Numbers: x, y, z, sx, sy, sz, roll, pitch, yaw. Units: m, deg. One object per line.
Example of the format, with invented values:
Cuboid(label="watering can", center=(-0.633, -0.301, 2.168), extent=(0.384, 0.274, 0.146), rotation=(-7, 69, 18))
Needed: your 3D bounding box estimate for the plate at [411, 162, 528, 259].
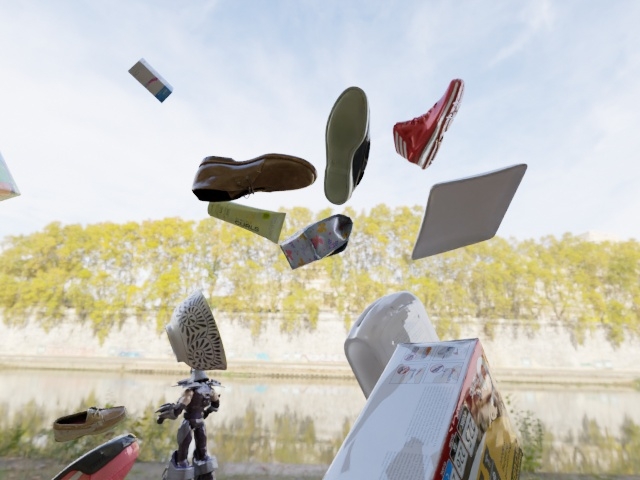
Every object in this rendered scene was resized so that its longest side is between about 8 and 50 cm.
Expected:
Cuboid(label="plate", center=(0.378, -0.078, 1.082), extent=(0.278, 0.045, 0.277), rotation=(-14, -41, -13))

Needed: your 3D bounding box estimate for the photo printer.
Cuboid(label="photo printer", center=(0.190, 0.284, 0.946), extent=(0.107, 0.307, 0.256), rotation=(-23, 4, 43))

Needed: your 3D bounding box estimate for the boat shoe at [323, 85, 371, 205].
Cuboid(label="boat shoe", center=(0.091, -0.274, 1.193), extent=(0.127, 0.339, 0.113), rotation=(17, 28, 27))

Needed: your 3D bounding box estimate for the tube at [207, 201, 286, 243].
Cuboid(label="tube", center=(-0.216, -0.069, 1.188), extent=(0.240, 0.062, 0.070), rotation=(18, -45, 18))

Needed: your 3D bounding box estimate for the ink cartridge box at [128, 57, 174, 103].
Cuboid(label="ink cartridge box", center=(-0.509, -0.483, 1.229), extent=(0.052, 0.088, 0.122), rotation=(-42, -58, 8))

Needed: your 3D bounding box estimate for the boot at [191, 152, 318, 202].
Cuboid(label="boot", center=(-0.159, -0.134, 0.968), extent=(0.306, 0.115, 0.112), rotation=(1, -44, 13))

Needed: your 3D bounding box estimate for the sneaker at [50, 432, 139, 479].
Cuboid(label="sneaker", center=(-0.298, 0.382, 0.466), extent=(0.136, 0.313, 0.116), rotation=(34, -18, 4))

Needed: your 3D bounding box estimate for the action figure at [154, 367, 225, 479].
Cuboid(label="action figure", center=(-0.304, 0.435, 0.960), extent=(0.099, 0.284, 0.185), rotation=(-14, -23, 32))

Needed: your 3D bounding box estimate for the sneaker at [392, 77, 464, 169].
Cuboid(label="sneaker", center=(0.245, -0.293, 0.982), extent=(0.128, 0.221, 0.087), rotation=(31, 24, 20))

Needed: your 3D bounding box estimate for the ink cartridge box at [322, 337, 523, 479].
Cuboid(label="ink cartridge box", center=(0.145, 0.320, 0.489), extent=(0.130, 0.271, 0.309), rotation=(-16, 15, 36))

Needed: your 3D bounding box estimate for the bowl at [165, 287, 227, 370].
Cuboid(label="bowl", center=(-0.247, 0.185, 0.785), extent=(0.080, 0.170, 0.170), rotation=(-19, -7, -25))

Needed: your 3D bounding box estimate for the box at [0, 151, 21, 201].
Cuboid(label="box", center=(-0.338, -0.130, 0.179), extent=(0.177, 0.289, 0.279), rotation=(-22, 12, -16))

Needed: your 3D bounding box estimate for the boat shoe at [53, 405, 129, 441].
Cuboid(label="boat shoe", center=(-0.462, 0.361, 0.822), extent=(0.136, 0.045, 0.050), rotation=(-11, 23, -27))

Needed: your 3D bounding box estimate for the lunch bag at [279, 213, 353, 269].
Cuboid(label="lunch bag", center=(0.000, 0.000, 0.548), extent=(0.083, 0.053, 0.071), rotation=(-32, 4, -38))
